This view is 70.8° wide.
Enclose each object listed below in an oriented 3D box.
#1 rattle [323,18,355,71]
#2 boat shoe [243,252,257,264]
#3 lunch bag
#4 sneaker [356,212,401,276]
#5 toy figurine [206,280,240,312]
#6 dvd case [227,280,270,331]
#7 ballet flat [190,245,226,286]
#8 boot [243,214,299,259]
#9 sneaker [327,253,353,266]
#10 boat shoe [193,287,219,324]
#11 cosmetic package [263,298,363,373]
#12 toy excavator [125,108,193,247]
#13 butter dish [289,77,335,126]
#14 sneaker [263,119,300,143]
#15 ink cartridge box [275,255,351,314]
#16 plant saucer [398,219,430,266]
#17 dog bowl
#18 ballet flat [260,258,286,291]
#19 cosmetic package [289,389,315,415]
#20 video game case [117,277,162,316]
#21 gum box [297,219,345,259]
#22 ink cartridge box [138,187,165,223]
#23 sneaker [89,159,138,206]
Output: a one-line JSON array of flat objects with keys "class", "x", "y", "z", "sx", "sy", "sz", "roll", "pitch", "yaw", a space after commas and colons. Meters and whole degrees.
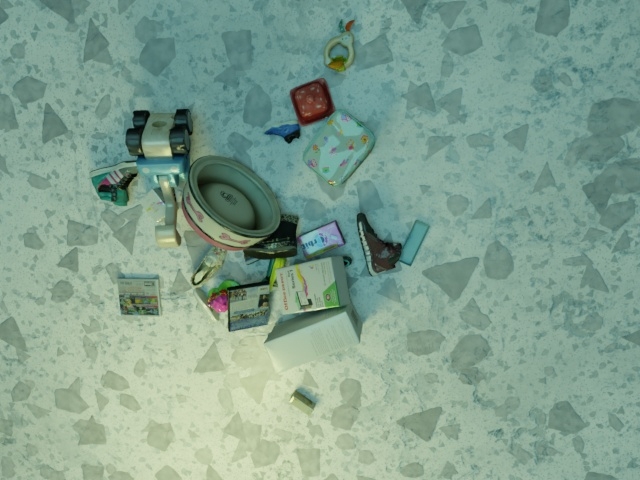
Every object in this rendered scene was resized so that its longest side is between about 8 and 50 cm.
[{"class": "rattle", "x": 0.074, "y": -0.762, "z": 1.729, "sx": 0.130, "sy": 0.142, "sz": 0.200, "roll": 31, "pitch": 110, "yaw": 20}, {"class": "boat shoe", "x": -0.254, "y": 0.044, "z": 1.958, "sx": 0.183, "sy": 0.066, "sz": 0.066, "roll": -24, "pitch": 89, "yaw": 8}, {"class": "lunch bag", "x": 0.073, "y": -0.375, "z": 1.813, "sx": 0.224, "sy": 0.108, "sz": 0.279, "roll": 40, "pitch": 101, "yaw": 4}, {"class": "sneaker", "x": 0.250, "y": 0.003, "z": 1.874, "sx": 0.162, "sy": 0.106, "sz": 0.282, "roll": -14, "pitch": 109, "yaw": 5}, {"class": "toy figurine", "x": -0.441, "y": 0.260, "z": 1.976, "sx": 0.173, "sy": 0.159, "sz": 0.130, "roll": -5, "pitch": 100, "yaw": 9}, {"class": "dvd case", "x": -0.311, "y": 0.287, "z": 1.944, "sx": 0.180, "sy": 0.022, "sz": 0.253, "roll": -7, "pitch": 128, "yaw": -19}, {"class": "ballet flat", "x": -0.499, "y": 0.118, "z": 1.999, "sx": 0.091, "sy": 0.077, "sz": 0.241, "roll": 34, "pitch": 102, "yaw": 1}, {"class": "boot", "x": -0.202, "y": -0.015, "z": 1.903, "sx": 0.236, "sy": 0.085, "sz": 0.179, "roll": -2, "pitch": 62, "yaw": 15}, {"class": "sneaker", "x": 0.059, "y": 0.104, "z": 1.922, "sx": 0.166, "sy": 0.076, "sz": 0.065, "roll": -22, "pitch": 96, "yaw": 11}, {"class": "boat shoe", "x": -0.533, "y": 0.302, "z": 2.050, "sx": 0.063, "sy": 0.066, "sz": 0.184, "roll": -30, "pitch": 105, "yaw": 11}, {"class": "cosmetic package", "x": -0.028, "y": 0.399, "z": 1.921, "sx": 0.384, "sy": 0.217, "sz": 0.156, "roll": -24, "pitch": 96, "yaw": 13}, {"class": "toy excavator", "x": -0.622, "y": -0.255, "z": 1.840, "sx": 0.222, "sy": 0.433, "sz": 0.445, "roll": -4, "pitch": 134, "yaw": -4}, {"class": "butter dish", "x": -0.036, "y": -0.554, "z": 1.786, "sx": 0.160, "sy": 0.118, "sz": 0.160, "roll": -18, "pitch": 97, "yaw": 7}, {"class": "sneaker", "x": -0.158, "y": -0.437, "z": 1.857, "sx": 0.152, "sy": 0.058, "sz": 0.085, "roll": -13, "pitch": 90, "yaw": 3}, {"class": "ink cartridge box", "x": -0.034, "y": 0.189, "z": 1.869, "sx": 0.278, "sy": 0.117, "sz": 0.202, "roll": -13, "pitch": 83, "yaw": 29}, {"class": "plant saucer", "x": 0.389, "y": 0.011, "z": 1.891, "sx": 0.067, "sy": 0.018, "sz": 0.192, "roll": 24, "pitch": 104, "yaw": 3}, {"class": "dog bowl", "x": -0.364, "y": -0.136, "z": 1.785, "sx": 0.408, "sy": 0.408, "sz": 0.150, "roll": 45, "pitch": 123, "yaw": -2}, {"class": "ballet flat", "x": -0.212, "y": 0.170, "z": 1.978, "sx": 0.077, "sy": 0.077, "sz": 0.231, "roll": 18, "pitch": 103, "yaw": -26}, {"class": "cosmetic package", "x": -0.084, "y": 0.747, "z": 2.072, "sx": 0.115, "sy": 0.060, "sz": 0.041, "roll": 34, "pitch": 102, "yaw": -1}, {"class": "video game case", "x": -0.843, "y": 0.265, "z": 2.101, "sx": 0.201, "sy": 0.023, "sz": 0.184, "roll": 0, "pitch": 100, "yaw": 7}, {"class": "gum box", "x": 0.000, "y": 0.000, "z": 1.917, "sx": 0.188, "sy": 0.062, "sz": 0.107, "roll": -23, "pitch": 97, "yaw": 11}, {"class": "ink cartridge box", "x": -0.699, "y": -0.147, "z": 1.968, "sx": 0.090, "sy": 0.092, "sz": 0.143, "roll": -37, "pitch": 95, "yaw": 12}, {"class": "sneaker", "x": -0.854, "y": -0.240, "z": 1.952, "sx": 0.295, "sy": 0.124, "sz": 0.179, "roll": -11, "pitch": 94, "yaw": 17}]
